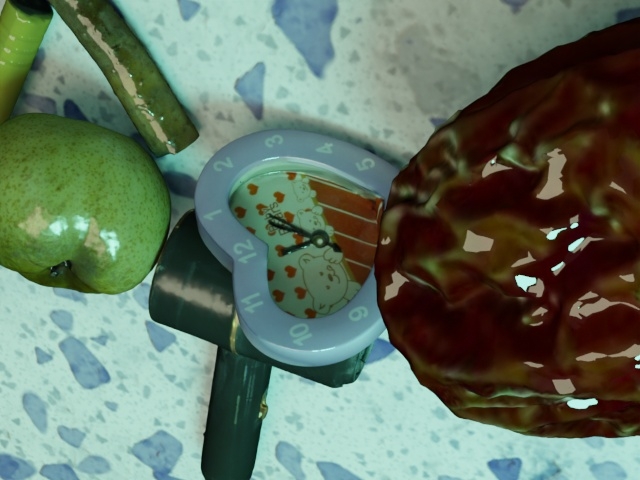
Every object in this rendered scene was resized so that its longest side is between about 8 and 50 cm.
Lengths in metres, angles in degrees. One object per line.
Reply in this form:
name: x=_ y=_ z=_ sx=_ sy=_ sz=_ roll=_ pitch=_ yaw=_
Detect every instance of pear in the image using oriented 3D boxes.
pear: x=-0.210 y=-0.027 z=1.061 sx=0.167 sy=0.137 sz=0.167 roll=9 pitch=164 yaw=3

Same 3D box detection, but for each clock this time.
clock: x=0.000 y=0.000 z=1.000 sx=0.064 sy=0.172 sz=0.198 roll=90 pitch=156 yaw=-64

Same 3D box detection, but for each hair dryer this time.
hair dryer: x=-0.056 y=0.140 z=1.154 sx=0.189 sy=0.107 sz=0.352 roll=19 pitch=134 yaw=10
hair dryer: x=-0.312 y=-0.105 z=1.120 sx=0.135 sy=0.090 sz=0.279 roll=35 pitch=122 yaw=3

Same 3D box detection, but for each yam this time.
yam: x=-0.204 y=-0.209 z=1.020 sx=0.045 sy=0.045 sz=0.327 roll=-34 pitch=106 yaw=-6

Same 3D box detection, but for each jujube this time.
jujube: x=0.220 y=-0.011 z=0.803 sx=0.376 sy=0.276 sz=0.276 roll=-15 pitch=113 yaw=41
